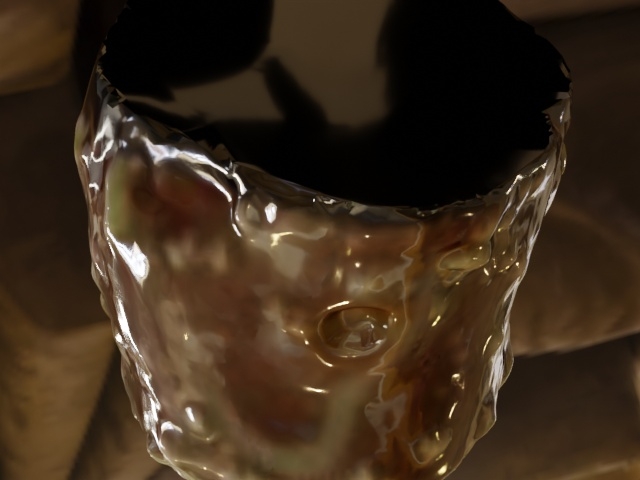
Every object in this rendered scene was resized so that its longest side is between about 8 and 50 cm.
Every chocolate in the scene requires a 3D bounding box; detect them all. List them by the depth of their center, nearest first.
[{"bbox_3d":[0.000,0.000,0.791,0.225,0.210,0.340,6,-154,1],"label":"chocolate"}]
